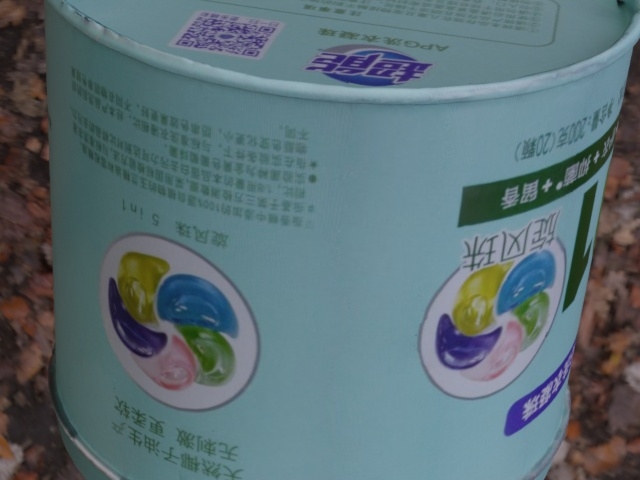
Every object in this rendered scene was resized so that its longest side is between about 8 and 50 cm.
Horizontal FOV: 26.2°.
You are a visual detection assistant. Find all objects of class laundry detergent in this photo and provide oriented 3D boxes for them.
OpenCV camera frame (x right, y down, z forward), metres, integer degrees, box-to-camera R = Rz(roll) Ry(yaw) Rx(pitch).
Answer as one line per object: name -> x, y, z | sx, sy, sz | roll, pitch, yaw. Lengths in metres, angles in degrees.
laundry detergent -> 0.000, 0.000, 0.719 | 0.287, 0.287, 0.305 | -10, 123, -22
